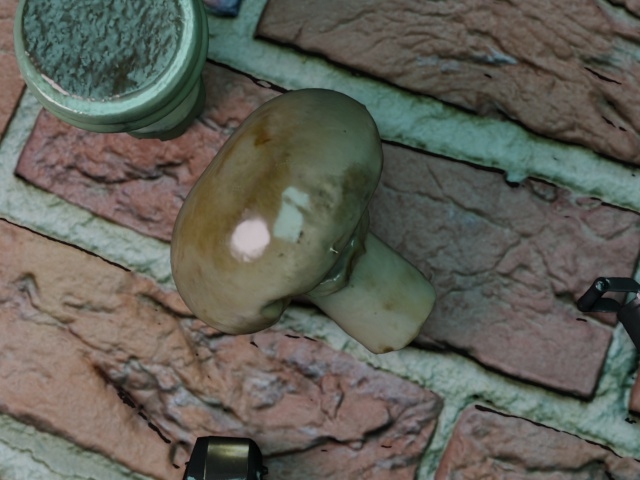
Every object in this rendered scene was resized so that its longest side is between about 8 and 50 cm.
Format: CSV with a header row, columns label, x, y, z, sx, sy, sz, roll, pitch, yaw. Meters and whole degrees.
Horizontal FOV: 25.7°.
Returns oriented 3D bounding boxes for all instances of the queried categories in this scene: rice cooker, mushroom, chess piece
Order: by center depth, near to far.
label,x,y,z,sx,sy,sz,roll,pitch,yaw
mushroom,0.000,0.000,1.499,0.290,0.292,0.292,37,86,-10
chess piece,-0.202,-0.190,1.506,0.194,0.299,0.195,0,83,3
rice cooker,-0.106,0.295,1.531,0.106,0.112,0.165,-5,83,-3

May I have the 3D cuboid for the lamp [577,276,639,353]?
label,x,y,z,sx,sy,sz,roll,pitch,yaw
lamp,0.410,0.121,1.518,0.172,0.147,0.227,-23,74,-13
